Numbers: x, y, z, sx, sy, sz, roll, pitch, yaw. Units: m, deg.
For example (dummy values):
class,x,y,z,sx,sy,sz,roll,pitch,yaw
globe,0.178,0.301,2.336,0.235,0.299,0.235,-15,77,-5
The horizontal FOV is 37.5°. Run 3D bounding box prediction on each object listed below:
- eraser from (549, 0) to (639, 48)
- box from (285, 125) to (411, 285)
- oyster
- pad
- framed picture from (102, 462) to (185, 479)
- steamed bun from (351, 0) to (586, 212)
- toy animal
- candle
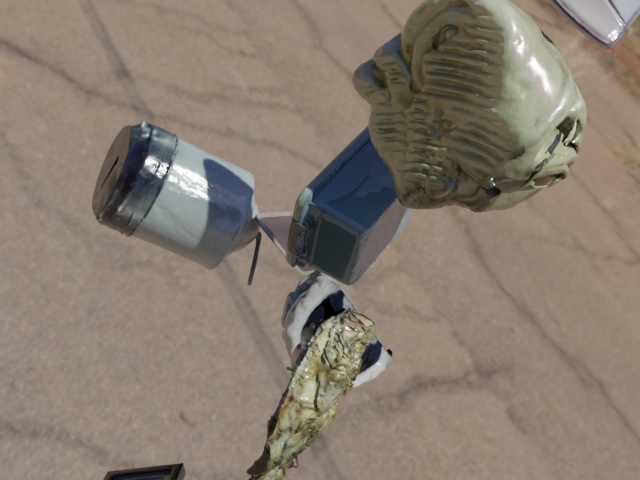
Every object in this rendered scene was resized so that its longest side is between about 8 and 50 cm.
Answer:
class,x,y,z,sx,sy,sz,roll,pitch,yaw
eraser,0.350,-0.392,1.251,0.243,0.204,0.059,41,4,23
box,0.050,-0.052,1.404,0.130,0.162,0.227,30,50,15
oyster,-0.014,0.198,1.191,0.092,0.198,0.259,22,62,6
pad,0.000,0.000,1.875,0.266,0.002,0.176,-6,49,-51
framed picture,-0.283,0.394,1.418,0.128,0.023,0.168,-9,17,8
steamed bun,0.212,-0.179,1.212,0.207,0.268,0.280,-10,76,-46
toy animal,0.012,0.168,1.690,0.208,0.156,0.204,55,-2,-11
candle,-0.253,-0.074,1.828,0.343,0.221,0.221,24,30,-20
